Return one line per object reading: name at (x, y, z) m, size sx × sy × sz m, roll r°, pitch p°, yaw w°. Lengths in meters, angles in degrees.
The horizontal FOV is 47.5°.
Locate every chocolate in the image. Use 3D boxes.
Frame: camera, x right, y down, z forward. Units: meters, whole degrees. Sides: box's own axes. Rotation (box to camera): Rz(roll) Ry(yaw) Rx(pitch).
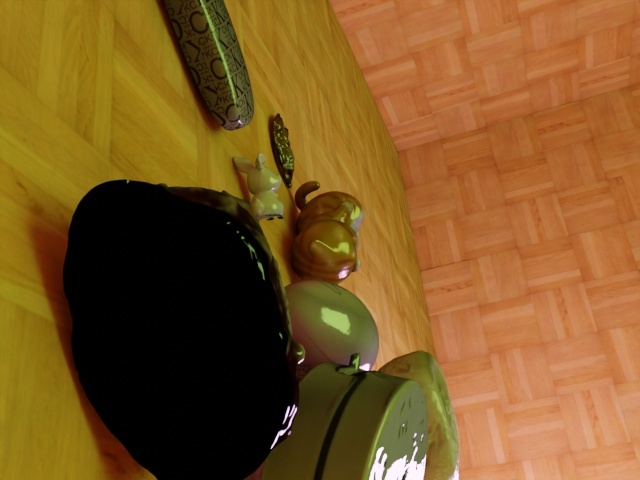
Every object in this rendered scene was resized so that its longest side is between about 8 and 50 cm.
chocolate at (-0.138, 0.087, 0.824) m, size 0.210 × 0.225 × 0.340 m, roll -62°, pitch 136°, yaw -82°

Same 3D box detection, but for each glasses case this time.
glasses case at (-0.201, -0.368, 1.284) m, size 0.137 × 0.085 × 0.355 m, roll -73°, pitch 146°, yaw -67°

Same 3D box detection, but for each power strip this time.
power strip at (0.051, 0.358, 1.138) m, size 0.357 × 0.161 × 0.358 m, roll 8°, pitch 90°, yaw -65°

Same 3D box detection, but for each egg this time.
egg at (-0.002, 0.167, 1.319) m, size 0.271 × 0.196 × 0.196 m, roll 49°, pitch 28°, yaw -41°

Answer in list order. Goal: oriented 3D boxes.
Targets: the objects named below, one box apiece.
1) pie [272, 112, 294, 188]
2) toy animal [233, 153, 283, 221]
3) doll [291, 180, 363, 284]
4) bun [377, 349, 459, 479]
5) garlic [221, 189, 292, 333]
pie at (-0.089, -0.220, 1.696) m, size 0.088 × 0.033 × 0.191 m, roll 34°, pitch 44°, yaw -64°
toy animal at (-0.114, -0.100, 1.393) m, size 0.085 × 0.070 × 0.125 m, roll 4°, pitch 80°, yaw -56°
doll at (0.017, -0.004, 1.633) m, size 0.270 × 0.162 × 0.167 m, roll -91°, pitch -175°, yaw -60°
bun at (0.216, 0.455, 1.803) m, size 0.352 × 0.227 × 0.349 m, roll 61°, pitch 20°, yaw -53°
garlic at (-0.118, 0.079, 1.109) m, size 0.143 × 0.112 × 0.319 m, roll 0°, pitch 78°, yaw -54°
